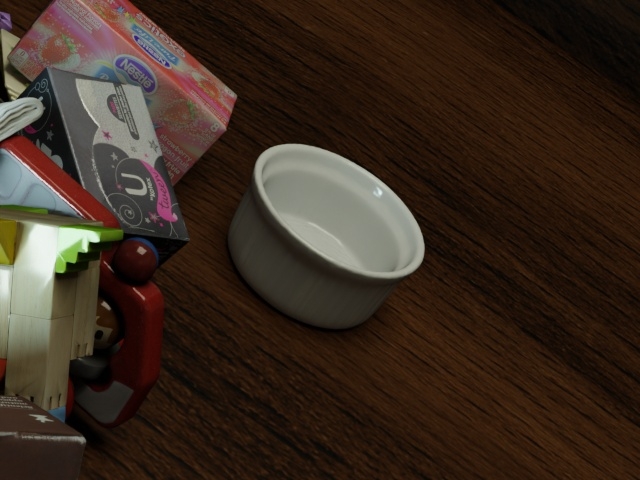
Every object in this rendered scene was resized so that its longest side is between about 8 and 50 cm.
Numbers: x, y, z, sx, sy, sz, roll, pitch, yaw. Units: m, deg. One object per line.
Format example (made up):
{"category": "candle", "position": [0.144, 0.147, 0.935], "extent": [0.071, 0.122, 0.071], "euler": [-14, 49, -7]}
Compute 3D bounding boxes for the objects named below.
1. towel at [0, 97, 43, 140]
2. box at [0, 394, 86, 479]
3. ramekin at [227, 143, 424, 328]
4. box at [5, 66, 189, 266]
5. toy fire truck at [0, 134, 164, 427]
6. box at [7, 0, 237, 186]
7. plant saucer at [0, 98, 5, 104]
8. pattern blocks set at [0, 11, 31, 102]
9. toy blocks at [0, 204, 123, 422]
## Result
{"category": "towel", "position": [-0.479, -0.118, 1.806], "extent": [0.285, 0.034, 0.209], "euler": [3, 27, 37]}
{"category": "box", "position": [-0.336, 0.318, 1.276], "extent": [0.191, 0.381, 0.143], "euler": [9, 7, -36]}
{"category": "ramekin", "position": [0.000, 0.000, 2.275], "extent": [0.277, 0.135, 0.277], "euler": [23, 32, -16]}
{"category": "box", "position": [-0.296, -0.078, 2.036], "extent": [0.163, 0.142, 0.247], "euler": [7, 55, -45]}
{"category": "toy fire truck", "position": [-0.301, 0.059, 1.794], "extent": [0.302, 0.254, 0.169], "euler": [41, 32, 12]}
{"category": "box", "position": [-0.281, -0.233, 2.257], "extent": [0.300, 0.142, 0.154], "euler": [41, 20, -13]}
{"category": "plant saucer", "position": [-0.527, -0.139, 2.064], "extent": [0.310, 0.050, 0.311], "euler": [23, 33, -16]}
{"category": "pattern blocks set", "position": [-0.400, -0.225, 2.265], "extent": [0.285, 0.026, 0.325], "euler": [21, 30, -44]}
{"category": "toy blocks", "position": [-0.389, 0.093, 1.666], "extent": [0.381, 0.261, 0.191], "euler": [8, 6, 21]}
